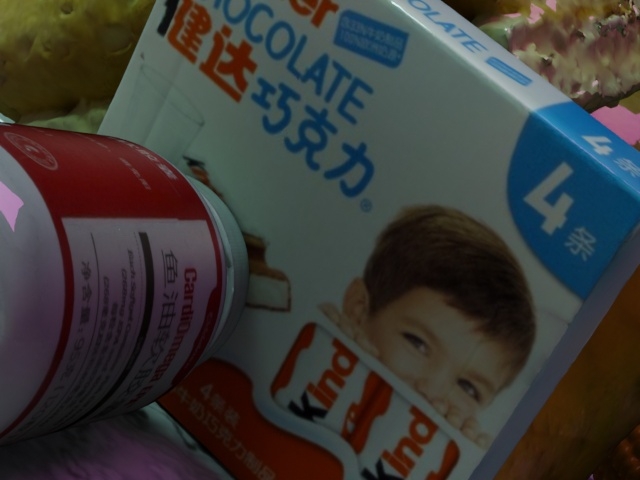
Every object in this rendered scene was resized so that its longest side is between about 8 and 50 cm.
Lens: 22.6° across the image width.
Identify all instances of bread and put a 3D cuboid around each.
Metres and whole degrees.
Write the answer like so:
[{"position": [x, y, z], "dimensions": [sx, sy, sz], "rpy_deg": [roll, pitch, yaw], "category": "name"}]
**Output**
[{"position": [0.004, -0.122, 0.934], "dimensions": [0.375, 0.165, 0.236], "rpy_deg": [-7, 9, 36], "category": "bread"}]

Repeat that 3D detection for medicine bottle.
[{"position": [-0.121, 0.017, 0.676], "dimensions": [0.131, 0.131, 0.250], "rpy_deg": [40, 12, 14], "category": "medicine bottle"}]

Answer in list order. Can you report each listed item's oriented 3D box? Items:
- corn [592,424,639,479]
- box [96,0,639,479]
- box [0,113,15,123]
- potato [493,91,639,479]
[{"position": [0.310, 0.237, 1.137], "dimensions": [0.120, 0.120, 0.363], "rpy_deg": [29, 10, -34], "category": "corn"}, {"position": [0.000, 0.000, 0.784], "dimensions": [0.273, 0.265, 0.048], "rpy_deg": [41, 30, 23], "category": "box"}, {"position": [-0.207, -0.079, 1.072], "dimensions": [0.198, 0.029, 0.109], "rpy_deg": [37, 12, 8], "category": "box"}, {"position": [0.114, -0.008, 1.034], "dimensions": [0.290, 0.296, 0.397], "rpy_deg": [39, 5, 29], "category": "potato"}]
